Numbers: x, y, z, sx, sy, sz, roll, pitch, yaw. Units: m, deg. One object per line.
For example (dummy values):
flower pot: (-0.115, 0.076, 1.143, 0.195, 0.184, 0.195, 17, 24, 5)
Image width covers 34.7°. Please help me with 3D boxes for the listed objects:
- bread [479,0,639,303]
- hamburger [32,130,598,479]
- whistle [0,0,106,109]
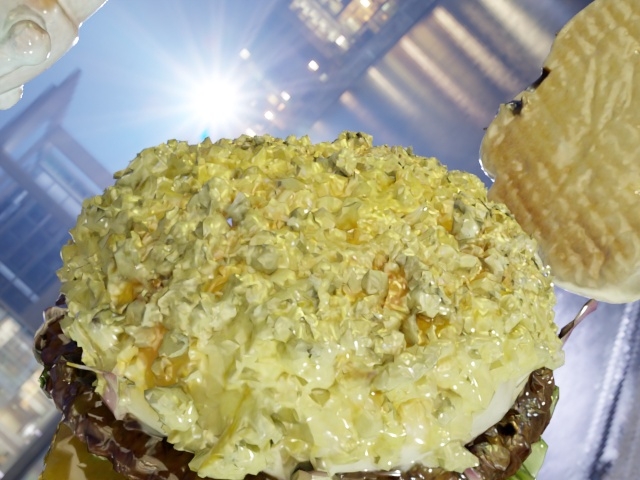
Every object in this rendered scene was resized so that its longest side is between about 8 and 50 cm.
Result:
bread: (0.240, -0.088, 0.710, 0.316, 0.054, 0.316, -34, 35, 28)
hamburger: (0.001, 0.028, 0.460, 0.262, 0.243, 0.139, -84, 3, -61)
whistle: (-0.125, -0.054, 0.319, 0.220, 0.057, 0.107, -40, 45, -4)
